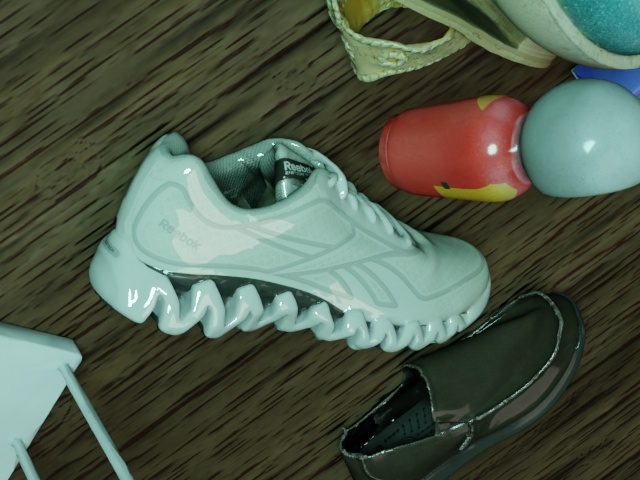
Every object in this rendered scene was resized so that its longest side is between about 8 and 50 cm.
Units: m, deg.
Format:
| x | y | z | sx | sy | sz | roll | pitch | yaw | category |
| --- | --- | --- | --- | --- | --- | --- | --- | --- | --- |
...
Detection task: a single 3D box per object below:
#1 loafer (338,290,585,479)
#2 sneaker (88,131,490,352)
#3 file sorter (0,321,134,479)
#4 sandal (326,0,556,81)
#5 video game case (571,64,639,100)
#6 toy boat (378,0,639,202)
| x | y | z | sx | sy | sz | roll | pitch | yaw | category |
| --- | --- | --- | --- | --- | --- | --- | --- | --- | --- |
| 0.104 | 0.115 | 1.188 | 0.220 | 0.080 | 0.078 | -43 | 135 | 4 | loafer |
| 0.000 | 0.000 | 1.026 | 0.292 | 0.110 | 0.118 | 5 | 111 | -35 | sneaker |
| -0.265 | 0.198 | 0.957 | 0.192 | 0.173 | 0.278 | 19 | 112 | -39 | file sorter |
| 0.054 | -0.126 | 0.972 | 0.240 | 0.088 | 0.079 | 11 | 123 | -45 | sandal |
| 0.341 | -0.130 | 1.162 | 0.269 | 0.061 | 0.244 | -41 | 136 | 2 | video game case |
| 0.143 | -0.153 | 0.876 | 0.267 | 0.148 | 0.318 | 45 | 56 | -42 | toy boat |
